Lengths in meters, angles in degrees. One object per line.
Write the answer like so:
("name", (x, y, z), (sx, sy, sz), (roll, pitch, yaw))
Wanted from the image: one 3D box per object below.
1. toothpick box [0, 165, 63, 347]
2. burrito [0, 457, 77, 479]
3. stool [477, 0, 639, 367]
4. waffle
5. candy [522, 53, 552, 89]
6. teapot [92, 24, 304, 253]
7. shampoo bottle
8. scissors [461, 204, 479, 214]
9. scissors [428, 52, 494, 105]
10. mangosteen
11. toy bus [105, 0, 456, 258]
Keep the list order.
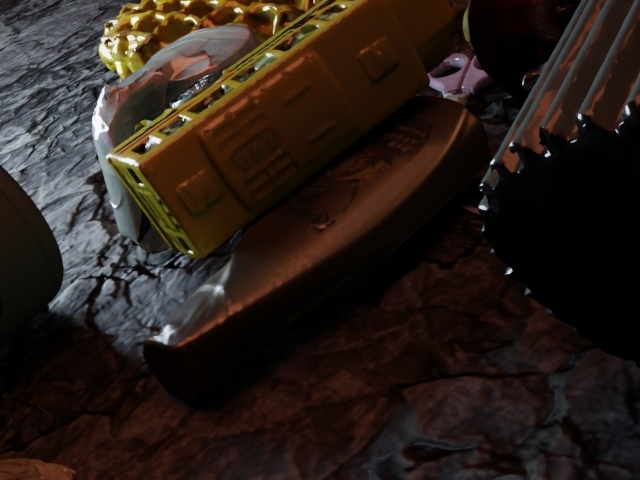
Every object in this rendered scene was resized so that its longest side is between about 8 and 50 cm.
("toothpick box", (-0.384, 0.070, 0.816), (0.229, 0.229, 0.316), (7, 43, 37))
("burrito", (-0.268, 0.184, 0.728), (0.186, 0.041, 0.045), (-9, 24, 15))
("stool", (0.280, -0.104, 0.519), (0.297, 0.297, 0.330), (8, 62, 39))
("waffle", (-0.114, -0.246, 1.213), (0.324, 0.151, 0.261), (-17, 28, 7))
("candy", (0.295, -0.120, 0.766), (0.265, 0.155, 0.116), (-37, 30, -25))
("teapot", (-0.125, -0.114, 0.975), (0.222, 0.178, 0.163), (-26, 30, -6))
("shampoo bottle", (0.000, 0.000, 0.819), (0.350, 0.084, 0.126), (-41, 31, -29))
("scissors", (0.151, -0.019, 0.834), (0.036, 0.006, 0.083), (-39, 36, -25))
("scissors", (0.142, -0.150, 1.029), (0.110, 0.021, 0.212), (-4, 34, 28))
("mangosteen", (0.226, -0.208, 0.948), (0.200, 0.199, 0.200), (-15, 32, 9))
("toy bus", (-0.017, -0.126, 0.861), (0.336, 0.121, 0.123), (-38, 19, -12))
